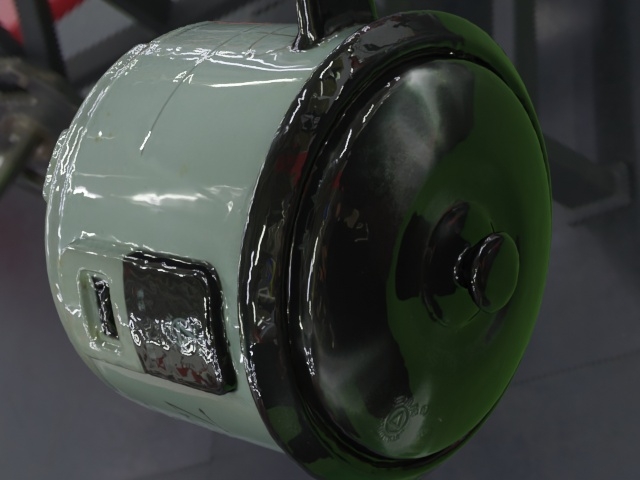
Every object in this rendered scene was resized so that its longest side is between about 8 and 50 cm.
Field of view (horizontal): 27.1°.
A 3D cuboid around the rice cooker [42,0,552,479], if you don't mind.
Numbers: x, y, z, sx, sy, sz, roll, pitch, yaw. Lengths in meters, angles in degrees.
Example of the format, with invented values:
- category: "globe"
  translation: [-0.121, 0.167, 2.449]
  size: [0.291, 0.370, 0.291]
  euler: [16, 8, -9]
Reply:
- category: "rice cooker"
  translation: [0.000, 0.000, 0.692]
  size: [0.227, 0.241, 0.280]
  euler: [10, 113, 40]
